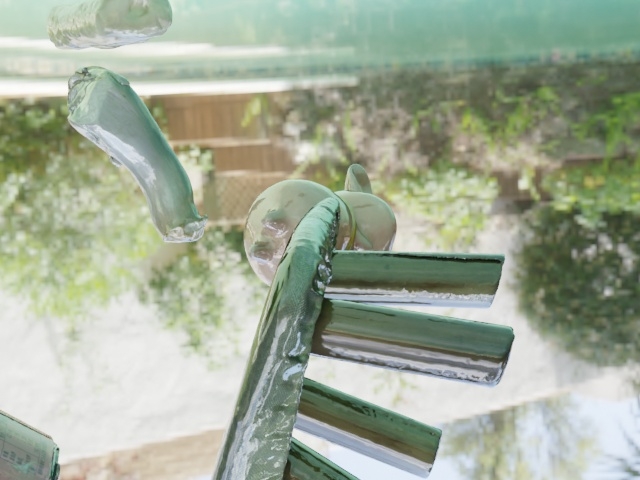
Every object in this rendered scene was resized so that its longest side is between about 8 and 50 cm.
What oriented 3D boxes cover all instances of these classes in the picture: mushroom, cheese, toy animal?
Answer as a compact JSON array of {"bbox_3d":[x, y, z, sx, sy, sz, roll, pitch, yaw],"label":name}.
[{"bbox_3d":[-0.243,-0.115,1.626,0.099,0.278,0.096,-31,-167,17],"label":"mushroom"},{"bbox_3d":[-0.172,-0.175,0.974,0.065,0.043,0.194,0,-175,-26],"label":"cheese"},{"bbox_3d":[-0.002,0.002,1.496,0.149,0.165,0.248,44,-161,22],"label":"toy animal"}]

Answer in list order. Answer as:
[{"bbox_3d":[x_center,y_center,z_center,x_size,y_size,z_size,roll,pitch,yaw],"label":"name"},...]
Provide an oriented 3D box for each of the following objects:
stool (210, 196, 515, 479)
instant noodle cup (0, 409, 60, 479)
[{"bbox_3d":[0.036,0.145,1.193,0.226,0.310,0.310,18,-162,2],"label":"stool"},{"bbox_3d":[-0.323,0.164,0.803,0.255,0.244,0.244,26,175,-19],"label":"instant noodle cup"}]
